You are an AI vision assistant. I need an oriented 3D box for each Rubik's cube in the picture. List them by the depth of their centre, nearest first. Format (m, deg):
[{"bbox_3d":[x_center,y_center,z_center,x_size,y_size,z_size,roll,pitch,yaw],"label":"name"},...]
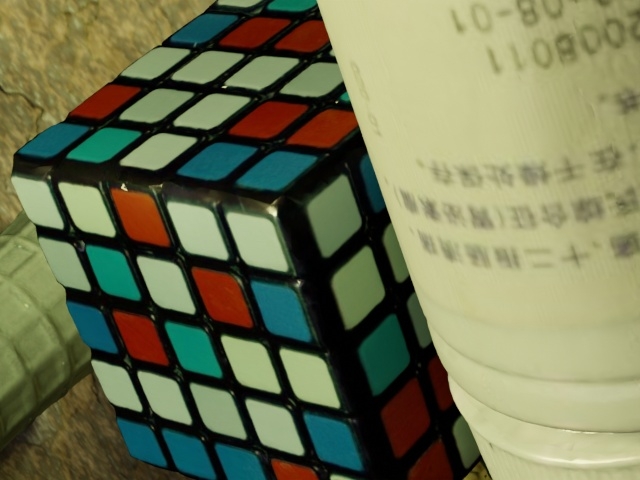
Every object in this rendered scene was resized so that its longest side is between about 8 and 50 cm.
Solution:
[{"bbox_3d":[0.000,0.000,0.839,0.184,0.187,0.182,9,130,39],"label":"Rubik's cube"}]

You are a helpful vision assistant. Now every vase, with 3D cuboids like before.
[{"bbox_3d":[-0.213,0.084,1.038,0.143,0.299,0.143,27,139,26],"label":"vase"}]

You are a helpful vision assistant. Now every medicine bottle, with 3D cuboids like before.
[{"bbox_3d":[0.111,-0.051,0.672,0.190,0.190,0.332,8,129,41],"label":"medicine bottle"}]

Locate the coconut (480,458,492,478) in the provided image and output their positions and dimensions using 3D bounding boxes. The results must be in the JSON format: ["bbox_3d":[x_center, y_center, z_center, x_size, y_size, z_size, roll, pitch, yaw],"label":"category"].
[{"bbox_3d":[0.064,0.089,0.944,0.158,0.133,0.055,23,97,18],"label":"coconut"}]

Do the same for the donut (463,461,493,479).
[{"bbox_3d":[0.050,0.196,1.062,0.259,0.101,0.152,1,130,40],"label":"donut"}]
